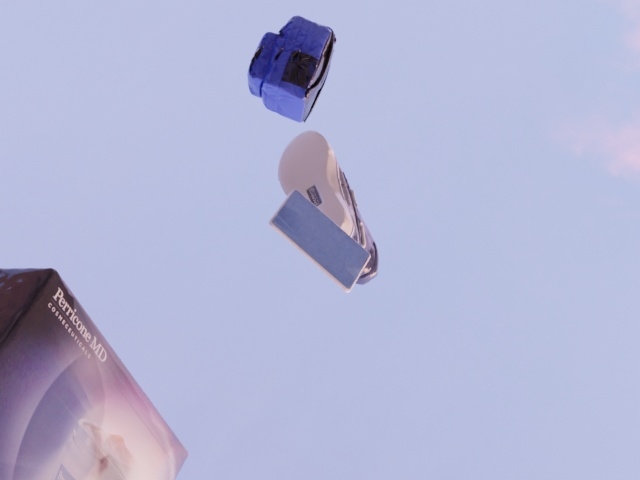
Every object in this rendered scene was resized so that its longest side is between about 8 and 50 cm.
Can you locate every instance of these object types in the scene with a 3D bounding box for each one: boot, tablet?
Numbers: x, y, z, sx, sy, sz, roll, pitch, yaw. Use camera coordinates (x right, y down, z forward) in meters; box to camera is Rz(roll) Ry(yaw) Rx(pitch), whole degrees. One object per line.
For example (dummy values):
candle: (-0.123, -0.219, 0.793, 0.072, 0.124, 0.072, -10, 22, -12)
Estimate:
boot: (0.009, -0.035, 1.332, 0.069, 0.086, 0.190, -29, -139, 14)
tablet: (0.000, 0.000, 0.964, 0.083, 0.006, 0.054, 41, -140, -6)

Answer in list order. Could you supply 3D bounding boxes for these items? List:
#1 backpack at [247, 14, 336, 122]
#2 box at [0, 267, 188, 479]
backpack: (-0.036, -0.236, 1.618, 0.101, 0.098, 0.120, 25, -106, -2)
box: (-0.315, 0.227, 1.194, 0.182, 0.296, 0.294, -2, -136, 31)
